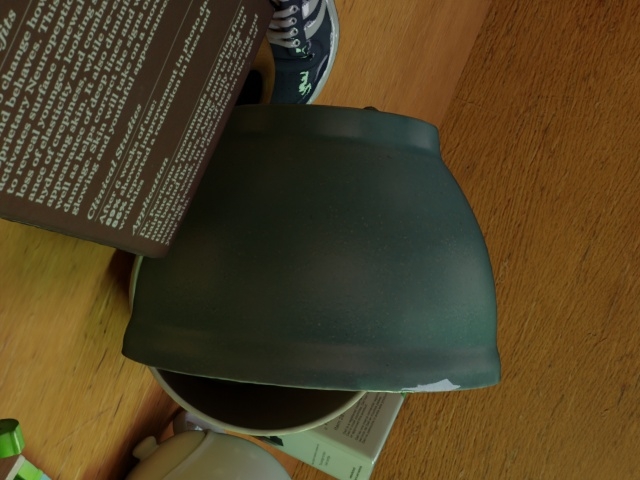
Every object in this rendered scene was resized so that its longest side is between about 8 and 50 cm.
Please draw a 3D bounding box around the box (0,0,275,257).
[{"bbox_3d":[-0.153,-0.113,0.475,0.381,0.143,0.191,39,74,-80],"label":"box"}]

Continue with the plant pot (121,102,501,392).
[{"bbox_3d":[0.000,0.000,0.771,0.293,0.293,0.196,5,90,-79],"label":"plant pot"}]

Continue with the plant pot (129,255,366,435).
[{"bbox_3d":[-0.077,0.081,1.053,0.256,0.257,0.274,-64,-175,-16],"label":"plant pot"}]

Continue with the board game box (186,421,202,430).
[{"bbox_3d":[-0.175,0.267,1.445,0.090,0.020,0.090,96,21,-59],"label":"board game box"}]

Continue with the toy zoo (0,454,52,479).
[{"bbox_3d":[-0.299,0.313,0.913,0.293,0.030,0.192,90,26,-63],"label":"toy zoo"}]

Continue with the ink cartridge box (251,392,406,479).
[{"bbox_3d":[-0.023,0.167,1.296,0.117,0.278,0.201,101,16,-58],"label":"ink cartridge box"}]

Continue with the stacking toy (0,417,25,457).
[{"bbox_3d":[-0.236,0.084,0.503,0.221,0.052,0.166,-40,127,-60],"label":"stacking toy"}]

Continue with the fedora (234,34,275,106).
[{"bbox_3d":[-0.116,-0.100,0.826,0.194,0.079,0.194,-54,167,-18],"label":"fedora"}]

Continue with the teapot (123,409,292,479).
[{"bbox_3d":[-0.163,0.319,1.219,0.252,0.187,0.256,-39,-177,-29],"label":"teapot"}]

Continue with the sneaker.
[{"bbox_3d":[-0.041,-0.226,0.872,0.153,0.099,0.282,-59,161,-57],"label":"sneaker"}]
